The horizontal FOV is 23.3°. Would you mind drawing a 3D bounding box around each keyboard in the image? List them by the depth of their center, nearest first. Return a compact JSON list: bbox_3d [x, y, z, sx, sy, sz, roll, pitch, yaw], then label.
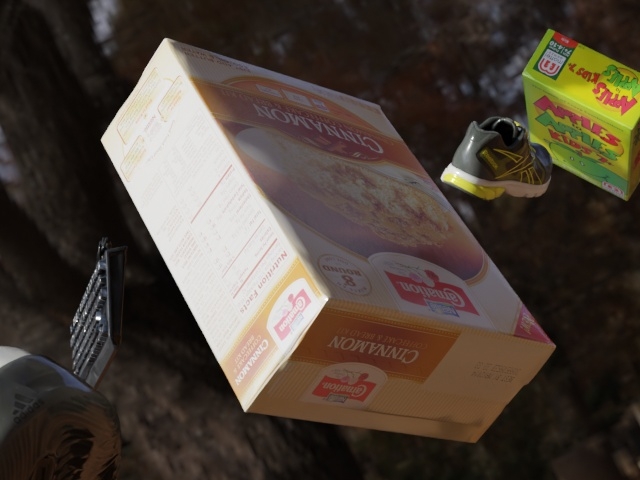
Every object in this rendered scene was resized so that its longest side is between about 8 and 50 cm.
[{"bbox_3d":[-0.175,0.056,1.209,0.023,0.108,0.180,7,-22,-15],"label":"keyboard"}]

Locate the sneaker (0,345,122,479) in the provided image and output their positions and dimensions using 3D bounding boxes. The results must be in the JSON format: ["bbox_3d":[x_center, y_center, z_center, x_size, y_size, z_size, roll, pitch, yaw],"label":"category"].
[{"bbox_3d":[-0.278,0.130,0.780,0.169,0.257,0.447,-41,-7,-42],"label":"sneaker"}]

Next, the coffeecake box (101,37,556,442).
[{"bbox_3d":[0.000,0.000,0.721,0.142,0.185,0.068,13,-58,-41],"label":"coffeecake box"}]

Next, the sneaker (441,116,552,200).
[{"bbox_3d":[0.089,-0.040,0.719,0.083,0.031,0.035,-16,-49,-57],"label":"sneaker"}]

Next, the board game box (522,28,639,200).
[{"bbox_3d":[0.210,-0.094,1.207,0.043,0.092,0.181,-58,-16,-8],"label":"board game box"}]
